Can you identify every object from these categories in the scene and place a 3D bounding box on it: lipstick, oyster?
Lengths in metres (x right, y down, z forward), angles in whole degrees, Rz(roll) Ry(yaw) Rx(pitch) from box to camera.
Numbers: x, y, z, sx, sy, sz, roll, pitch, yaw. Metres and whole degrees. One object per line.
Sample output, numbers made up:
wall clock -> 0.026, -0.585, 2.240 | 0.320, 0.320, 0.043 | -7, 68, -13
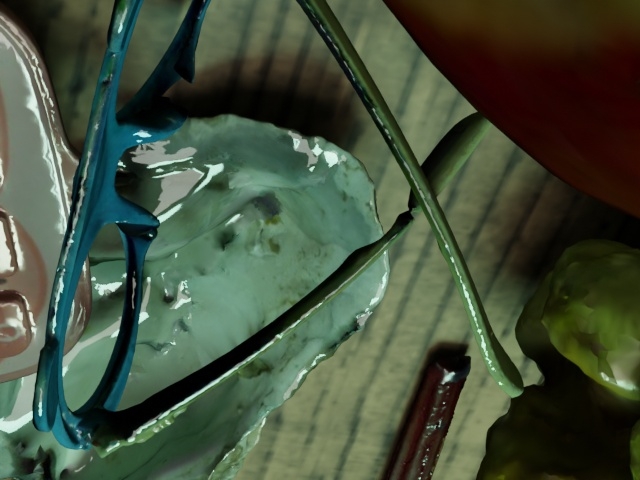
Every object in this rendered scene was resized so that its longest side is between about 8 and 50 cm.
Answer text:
lipstick -> 0.047, 0.123, 0.899 | 0.027, 0.027, 0.176 | 6, 132, -10
oyster -> -0.068, 0.051, 0.775 | 0.199, 0.087, 0.252 | 6, 126, 7

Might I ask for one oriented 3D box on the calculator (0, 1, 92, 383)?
calculator -> -0.247, -0.016, 0.701 | 0.330, 0.048, 0.220 | -2, 124, 4

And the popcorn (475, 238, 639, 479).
popcorn -> 0.210, 0.072, 0.729 | 0.276, 0.225, 0.276 | 0, 93, 7

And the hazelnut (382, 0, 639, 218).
hazelnut -> 0.181, -0.173, 0.395 | 0.359, 0.359, 0.409 | 2, 134, -6

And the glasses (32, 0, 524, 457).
glasses -> -0.011, -0.014, 0.676 | 0.207, 0.102, 0.239 | 10, 109, -23
